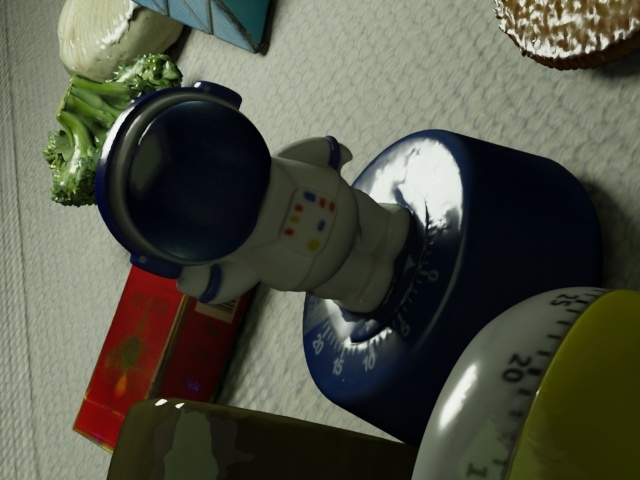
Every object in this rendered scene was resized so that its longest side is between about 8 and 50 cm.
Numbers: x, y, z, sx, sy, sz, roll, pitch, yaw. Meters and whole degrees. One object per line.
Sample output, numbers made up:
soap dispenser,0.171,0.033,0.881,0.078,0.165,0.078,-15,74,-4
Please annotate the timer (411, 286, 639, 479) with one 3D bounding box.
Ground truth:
timer,0.210,0.167,0.831,0.285,0.285,0.285,-42,37,41

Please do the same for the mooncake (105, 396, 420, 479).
mooncake,-0.033,0.226,1.160,0.284,0.284,0.155,-8,66,60

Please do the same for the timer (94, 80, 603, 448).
timer,0.000,0.000,1.157,0.270,0.384,0.270,-41,38,42

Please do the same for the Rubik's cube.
Rubik's cube,-0.160,-0.398,1.965,0.229,0.233,0.228,-74,-8,-70

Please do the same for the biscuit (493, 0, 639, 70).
biscuit,0.261,-0.283,1.255,0.305,0.038,0.305,-33,46,42

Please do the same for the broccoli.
broccoli,-0.287,-0.155,2.045,0.198,0.176,0.226,45,125,57

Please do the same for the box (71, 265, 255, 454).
box,-0.175,0.107,1.727,0.197,0.089,0.313,9,78,61

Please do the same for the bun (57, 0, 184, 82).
bun,-0.297,-0.333,2.229,0.239,0.141,0.239,-29,46,36
